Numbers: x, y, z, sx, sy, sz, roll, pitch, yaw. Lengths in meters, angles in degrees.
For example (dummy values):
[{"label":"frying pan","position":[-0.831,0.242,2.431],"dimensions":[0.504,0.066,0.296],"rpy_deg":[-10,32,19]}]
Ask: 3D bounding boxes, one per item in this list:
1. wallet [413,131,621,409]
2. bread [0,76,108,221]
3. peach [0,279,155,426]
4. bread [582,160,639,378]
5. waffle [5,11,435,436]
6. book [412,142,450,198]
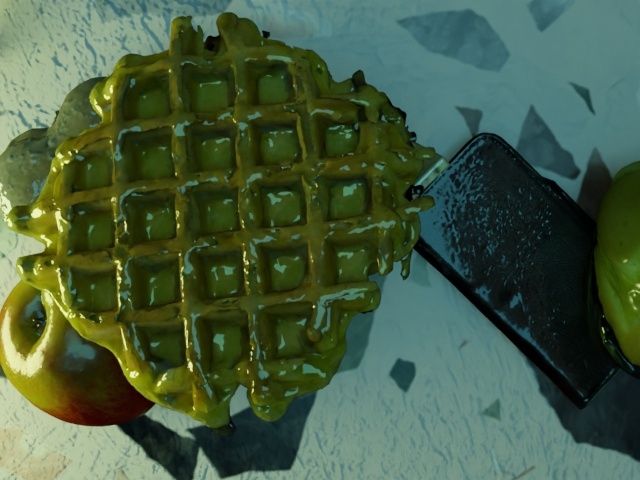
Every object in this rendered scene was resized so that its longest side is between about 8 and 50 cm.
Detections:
[{"label":"wallet","position":[0.248,0.030,1.170],"dimensions":[0.318,0.045,0.172],"rpy_deg":[42,92,-7]},{"label":"bread","position":[-0.190,-0.088,1.123],"dimensions":[0.337,0.102,0.183],"rpy_deg":[4,95,-3]},{"label":"peach","position":[-0.258,0.113,1.134],"dimensions":[0.190,0.192,0.190],"rpy_deg":[-10,62,20]},{"label":"bread","position":[0.475,0.046,1.089],"dimensions":[0.377,0.208,0.251],"rpy_deg":[9,88,-5]},{"label":"waffle","position":[-0.098,-0.031,0.980],"dimensions":[0.382,0.095,0.379],"rpy_deg":[34,86,17]},{"label":"book","position":[0.000,0.000,1.083],"dimensions":[0.295,0.208,0.020],"rpy_deg":[-43,106,3]}]
